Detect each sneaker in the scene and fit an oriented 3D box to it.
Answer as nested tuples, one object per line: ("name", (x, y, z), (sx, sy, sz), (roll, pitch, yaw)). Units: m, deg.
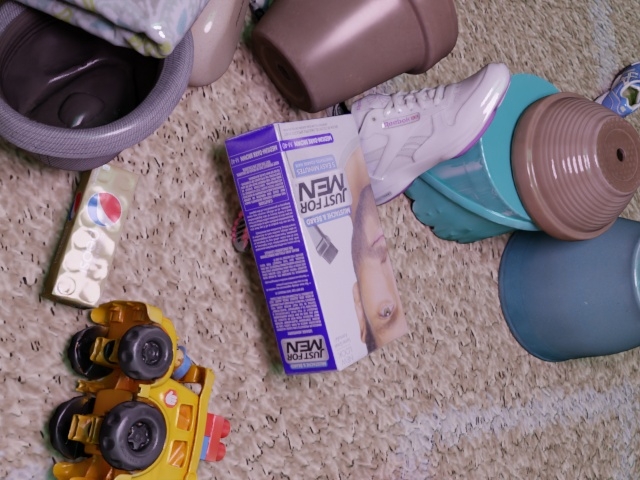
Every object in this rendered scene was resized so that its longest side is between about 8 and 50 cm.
("sneaker", (0.134, -0.171, 1.155), (0.152, 0.305, 0.114), (45, 31, -15))
("sneaker", (0.633, -0.300, 1.602), (0.211, 0.081, 0.080), (-46, 106, -30))
("sneaker", (0.037, -0.182, 1.240), (0.032, 0.037, 0.083), (-35, 103, -32))
("sneaker", (-0.088, -0.036, 1.142), (0.057, 0.047, 0.119), (28, 71, -38))

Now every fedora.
("fedora", (-0.285, -0.191, 0.965), (0.244, 0.124, 0.275), (16, 59, -4))

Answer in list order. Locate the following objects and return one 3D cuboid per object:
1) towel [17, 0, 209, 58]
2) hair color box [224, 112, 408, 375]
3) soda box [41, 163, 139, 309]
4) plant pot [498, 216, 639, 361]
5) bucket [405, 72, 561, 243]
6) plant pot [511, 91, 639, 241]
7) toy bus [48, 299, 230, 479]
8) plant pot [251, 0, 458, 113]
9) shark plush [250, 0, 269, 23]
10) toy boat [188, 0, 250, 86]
("towel", (-0.277, -0.407, 0.960), (0.375, 0.090, 0.320), (24, 65, 3))
("hair color box", (0.000, 0.000, 1.121), (0.185, 0.110, 0.338), (-19, 97, -51))
("soda box", (-0.291, -0.007, 1.000), (0.061, 0.058, 0.181), (22, 72, -28))
("plant pot", (0.496, 0.073, 1.364), (0.272, 0.255, 0.271), (5, 80, -32))
("bucket", (0.288, -0.133, 1.303), (0.281, 0.183, 0.281), (5, 81, -32))
("plant pot", (0.414, -0.120, 1.209), (0.237, 0.110, 0.237), (4, 82, -32))
("toy bus", (-0.202, 0.201, 0.988), (0.211, 0.149, 0.220), (22, 70, -42))
("plant pot", (0.028, -0.313, 1.151), (0.229, 0.263, 0.263), (-39, 105, -11))
("shark plush", (-0.078, -0.384, 1.188), (0.067, 0.073, 0.161), (4, 75, -62))
("toy boat", (-0.183, -0.328, 1.081), (0.151, 0.151, 0.231), (13, 74, 1))
